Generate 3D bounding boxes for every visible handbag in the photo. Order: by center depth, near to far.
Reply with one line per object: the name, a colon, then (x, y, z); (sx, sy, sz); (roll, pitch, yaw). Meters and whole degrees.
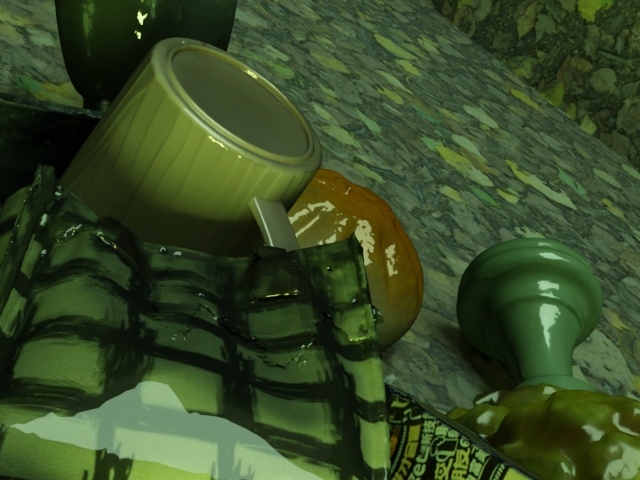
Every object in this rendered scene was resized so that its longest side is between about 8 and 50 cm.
handbag: (-0.110, 0.112, 0.799); (0.325, 0.162, 0.327); (14, 40, -11)

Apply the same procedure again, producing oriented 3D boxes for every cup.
cup: (-0.147, -0.023, 1.068); (0.208, 0.273, 0.288); (27, 28, -26)

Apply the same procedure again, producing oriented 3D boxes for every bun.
bun: (0.000, 0.000, 1.319); (0.299, 0.164, 0.299); (26, 23, -12)

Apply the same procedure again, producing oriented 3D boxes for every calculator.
calculator: (-0.308, -0.088, 1.136); (0.262, 0.161, 0.021); (8, 45, -42)

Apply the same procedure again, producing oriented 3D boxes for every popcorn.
popcorn: (0.233, 0.290, 0.947); (0.321, 0.325, 0.290); (-6, 1, 41)

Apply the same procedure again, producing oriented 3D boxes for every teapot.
teapot: (-0.242, -0.212, 1.367); (0.223, 0.285, 0.305); (-1, 10, -33)

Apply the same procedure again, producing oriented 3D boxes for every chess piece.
chess piece: (0.278, 0.153, 1.353); (0.195, 0.194, 0.299); (24, 34, -17)

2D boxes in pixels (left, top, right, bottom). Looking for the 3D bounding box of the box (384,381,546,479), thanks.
box: (0.094, 0.247, 0.792); (0.084, 0.198, 0.310); (31, -3, -33)
